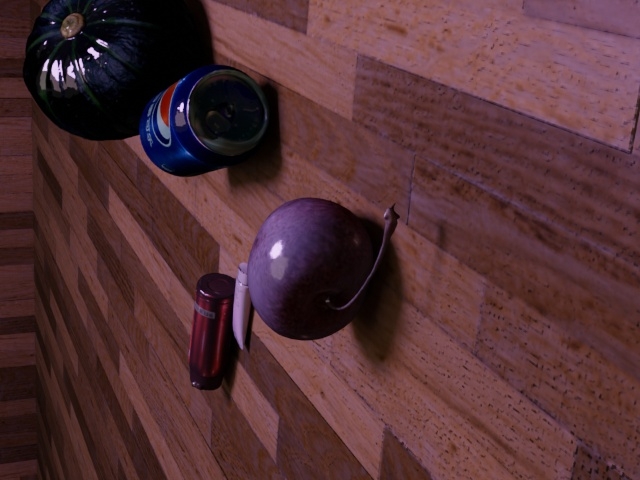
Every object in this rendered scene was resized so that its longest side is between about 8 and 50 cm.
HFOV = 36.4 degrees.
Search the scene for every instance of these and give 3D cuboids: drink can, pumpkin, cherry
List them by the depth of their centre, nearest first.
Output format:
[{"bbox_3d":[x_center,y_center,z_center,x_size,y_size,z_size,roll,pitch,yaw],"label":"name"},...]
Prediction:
[{"bbox_3d":[0.002,-0.003,0.866,0.148,0.115,0.188,-57,-9,-57],"label":"cherry"},{"bbox_3d":[-0.137,-0.138,1.145,0.205,0.118,0.118,177,90,-66],"label":"drink can"},{"bbox_3d":[-0.270,-0.245,1.360,0.248,0.248,0.248,177,90,-67],"label":"pumpkin"}]

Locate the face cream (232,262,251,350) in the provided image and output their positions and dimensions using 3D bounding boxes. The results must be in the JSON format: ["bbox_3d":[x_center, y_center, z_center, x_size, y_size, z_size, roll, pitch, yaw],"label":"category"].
[{"bbox_3d":[-0.096,0.081,1.200,0.038,0.020,0.115,-126,36,-49],"label":"face cream"}]

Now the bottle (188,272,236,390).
[{"bbox_3d":[-0.140,0.123,1.268,0.060,0.060,0.164,-123,37,-50],"label":"bottle"}]
